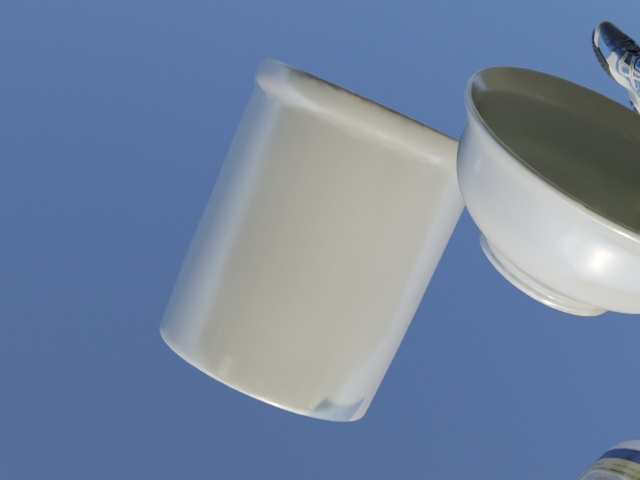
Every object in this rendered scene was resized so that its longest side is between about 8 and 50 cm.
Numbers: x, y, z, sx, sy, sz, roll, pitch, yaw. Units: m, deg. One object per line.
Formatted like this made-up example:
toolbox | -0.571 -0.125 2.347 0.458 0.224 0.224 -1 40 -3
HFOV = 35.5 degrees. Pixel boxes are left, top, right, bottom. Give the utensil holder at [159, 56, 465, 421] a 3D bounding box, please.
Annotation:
utensil holder | 0.000 0.000 1.323 0.328 0.327 0.385 22 -84 -8

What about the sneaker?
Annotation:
sneaker | 0.539 -0.294 1.686 0.080 0.081 0.211 -25 -108 -25

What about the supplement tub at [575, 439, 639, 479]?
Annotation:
supplement tub | 0.272 0.370 0.965 0.316 0.228 0.228 -35 -101 -21

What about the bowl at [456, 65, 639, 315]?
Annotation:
bowl | 0.238 -0.026 0.913 0.298 0.134 0.298 19 -150 -12
